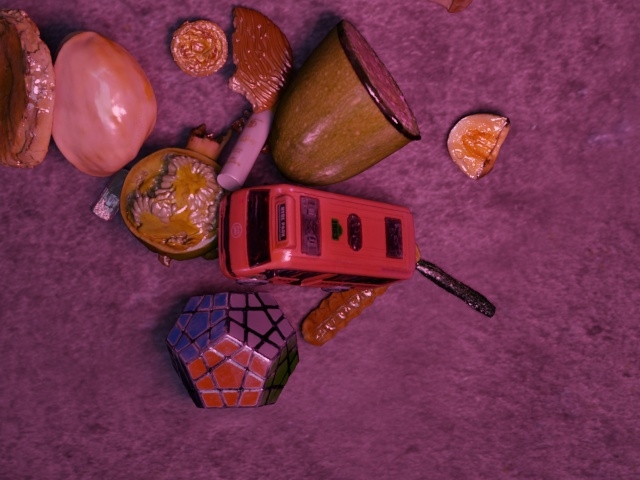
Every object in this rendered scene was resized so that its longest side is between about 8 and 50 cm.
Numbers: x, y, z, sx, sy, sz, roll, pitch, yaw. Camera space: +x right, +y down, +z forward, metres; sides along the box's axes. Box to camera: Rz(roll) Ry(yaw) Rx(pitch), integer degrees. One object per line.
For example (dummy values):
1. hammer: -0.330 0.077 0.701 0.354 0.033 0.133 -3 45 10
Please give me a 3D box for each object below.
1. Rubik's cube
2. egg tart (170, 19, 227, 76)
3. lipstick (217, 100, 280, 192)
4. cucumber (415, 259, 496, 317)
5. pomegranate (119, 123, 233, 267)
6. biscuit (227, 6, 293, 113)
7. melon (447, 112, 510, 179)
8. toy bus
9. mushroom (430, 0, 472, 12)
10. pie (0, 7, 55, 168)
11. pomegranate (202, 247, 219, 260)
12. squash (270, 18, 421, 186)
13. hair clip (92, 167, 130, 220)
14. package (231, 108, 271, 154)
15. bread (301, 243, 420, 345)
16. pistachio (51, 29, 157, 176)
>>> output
1. Rubik's cube: -0.205 0.259 1.783 0.319 0.319 0.264 -38 131 8
2. egg tart: -0.269 -0.429 1.683 0.129 0.049 0.128 -3 112 -6
3. lipstick: -0.151 -0.222 1.661 0.059 0.263 0.059 16 147 10
4. cucumber: 0.333 0.115 1.892 0.257 0.043 0.044 32 97 -12
5. pomegranate: -0.298 -0.111 1.693 0.261 0.260 0.340 29 74 -12
6. biscuit: -0.146 -0.407 1.664 0.176 0.031 0.228 -36 95 -20
7. melon: 0.367 -0.234 1.775 0.128 0.079 0.160 29 105 7
8. toy bus: 0.000 0.000 1.640 0.427 0.233 0.202 7 76 -41
9. mushroom: 0.178 -0.585 1.642 0.329 0.122 0.159 18 141 -8
10. pie: -0.660 -0.318 1.585 0.340 0.083 0.339 10 106 40
11. pomegranate: -0.256 0.007 1.807 0.085 0.073 0.073 -40 106 0
12. squash: 0.012 -0.270 1.654 0.309 0.310 0.310 -31 107 20
13. hair clip: -0.484 -0.111 1.779 0.054 0.022 0.137 32 102 -13
14. package: -0.146 -0.255 1.751 0.111 0.033 0.077 34 92 -18
15. bread: 0.096 0.127 1.862 0.367 0.077 0.084 -42 106 10
16. pistachio: -0.472 -0.291 1.618 0.230 0.230 0.308 -9 110 -1
